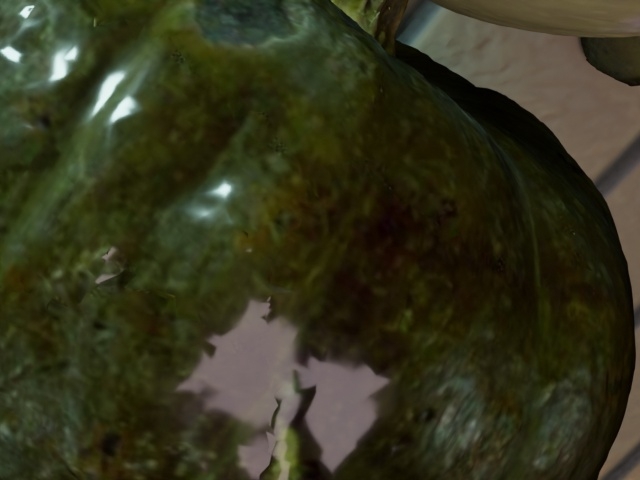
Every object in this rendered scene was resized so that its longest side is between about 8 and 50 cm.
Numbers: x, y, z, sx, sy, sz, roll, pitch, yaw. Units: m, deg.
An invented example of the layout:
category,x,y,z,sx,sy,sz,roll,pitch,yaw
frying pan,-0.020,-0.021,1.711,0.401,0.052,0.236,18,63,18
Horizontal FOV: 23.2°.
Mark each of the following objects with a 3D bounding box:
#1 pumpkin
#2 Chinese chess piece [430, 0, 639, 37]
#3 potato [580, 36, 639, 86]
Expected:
category,x,y,z,sx,sy,sz,roll,pitch,yaw
pumpkin,0.000,0.000,0.511,0.325,0.232,0.242,13,105,-58
Chinese chess piece,0.080,-0.188,0.405,0.112,0.270,0.270,13,123,-12
potato,0.200,-0.129,0.648,0.198,0.054,0.119,-28,135,3
